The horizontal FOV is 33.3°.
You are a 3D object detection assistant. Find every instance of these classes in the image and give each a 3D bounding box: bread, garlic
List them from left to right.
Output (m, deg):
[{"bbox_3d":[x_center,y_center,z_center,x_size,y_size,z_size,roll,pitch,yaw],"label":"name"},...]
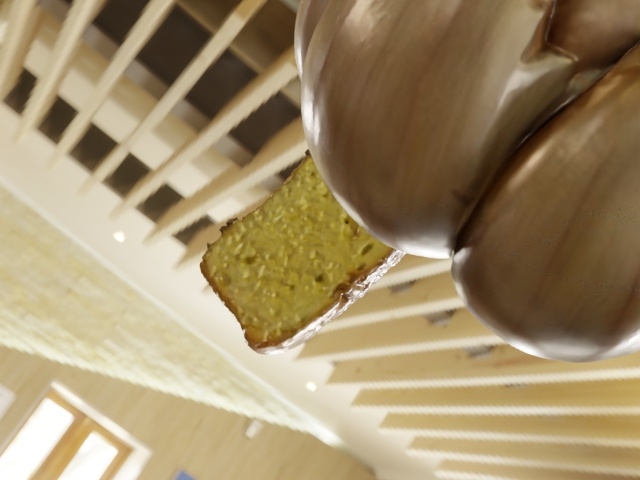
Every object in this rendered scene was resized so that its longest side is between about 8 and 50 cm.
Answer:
[{"bbox_3d":[0.000,0.000,0.787,0.103,0.187,0.065,42,-12,14],"label":"bread"},{"bbox_3d":[0.068,-0.059,0.457,0.160,0.214,0.191,4,-51,-4],"label":"garlic"}]
